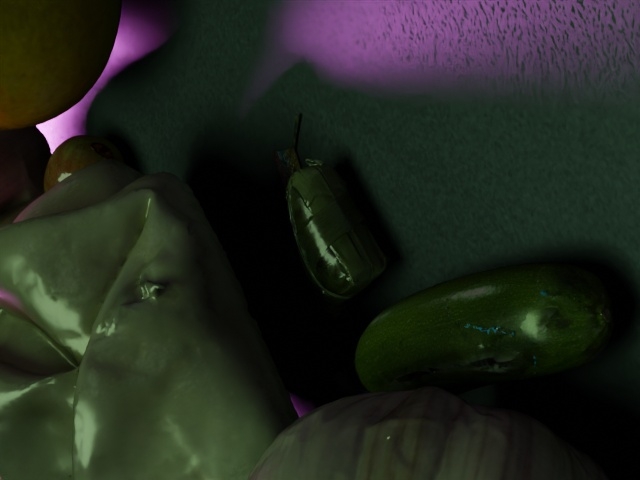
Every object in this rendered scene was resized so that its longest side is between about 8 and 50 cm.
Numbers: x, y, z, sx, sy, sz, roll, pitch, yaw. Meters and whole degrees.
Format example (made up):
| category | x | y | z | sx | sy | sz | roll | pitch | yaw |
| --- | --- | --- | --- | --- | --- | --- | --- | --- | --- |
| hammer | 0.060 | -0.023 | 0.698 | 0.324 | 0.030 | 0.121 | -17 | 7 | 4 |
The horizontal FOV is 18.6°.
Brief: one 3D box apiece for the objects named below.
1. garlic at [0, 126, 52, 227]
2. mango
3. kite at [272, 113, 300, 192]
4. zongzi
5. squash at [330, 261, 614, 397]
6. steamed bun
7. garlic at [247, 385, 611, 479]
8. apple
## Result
| category | x | y | z | sx | sy | sz | roll | pitch | yaw |
| --- | --- | --- | --- | --- | --- | --- | --- | --- | --- |
| garlic | -0.338 | -0.002 | 1.866 | 0.237 | 0.292 | 0.210 | -39 | 95 | 15 |
| mango | -0.329 | -0.236 | 1.731 | 0.301 | 0.220 | 0.445 | 59 | 158 | -13 |
| kite | -0.026 | -0.071 | 1.569 | 0.044 | 0.002 | 0.078 | 26 | 130 | 48 |
| zongzi | 0.000 | 0.000 | 1.530 | 0.109 | 0.055 | 0.119 | 64 | 159 | 11 |
| squash | 0.095 | 0.072 | 1.399 | 0.331 | 0.087 | 0.087 | -24 | 88 | 60 |
| steamed bun | -0.168 | 0.118 | 1.594 | 0.342 | 0.255 | 0.367 | 92 | 157 | -74 |
| garlic | 0.078 | 0.239 | 1.362 | 0.317 | 0.259 | 0.317 | 15 | 141 | 13 |
| apple | -0.213 | -0.055 | 1.795 | 0.084 | 0.071 | 0.084 | 16 | 128 | 22 |
